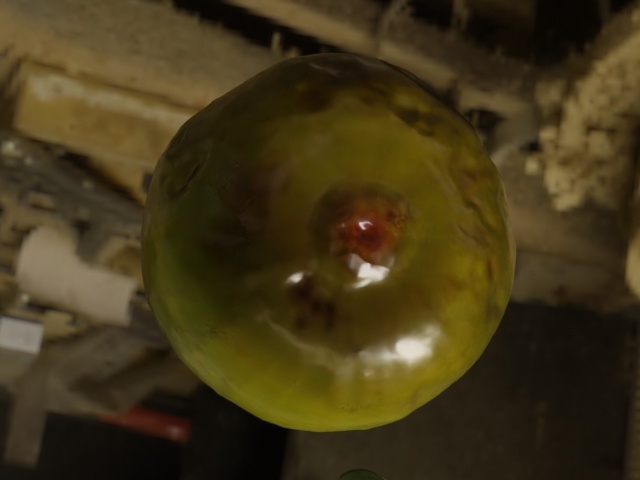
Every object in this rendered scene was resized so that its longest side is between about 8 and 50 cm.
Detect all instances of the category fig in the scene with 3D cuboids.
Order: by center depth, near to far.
[{"bbox_3d":[-0.002,0.010,1.513,0.343,0.343,0.343,8,161,3],"label":"fig"}]

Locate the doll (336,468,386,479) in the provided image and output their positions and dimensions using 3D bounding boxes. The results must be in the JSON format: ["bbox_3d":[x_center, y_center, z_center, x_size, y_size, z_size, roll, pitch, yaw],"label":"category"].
[{"bbox_3d":[0.040,0.268,1.073,0.322,0.198,0.186,38,-165,1],"label":"doll"}]
